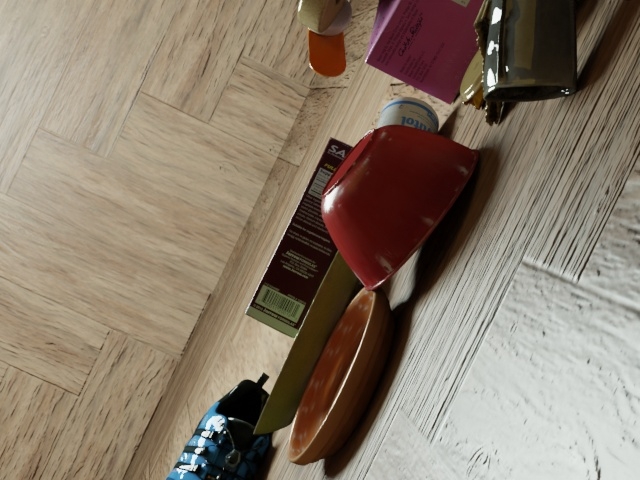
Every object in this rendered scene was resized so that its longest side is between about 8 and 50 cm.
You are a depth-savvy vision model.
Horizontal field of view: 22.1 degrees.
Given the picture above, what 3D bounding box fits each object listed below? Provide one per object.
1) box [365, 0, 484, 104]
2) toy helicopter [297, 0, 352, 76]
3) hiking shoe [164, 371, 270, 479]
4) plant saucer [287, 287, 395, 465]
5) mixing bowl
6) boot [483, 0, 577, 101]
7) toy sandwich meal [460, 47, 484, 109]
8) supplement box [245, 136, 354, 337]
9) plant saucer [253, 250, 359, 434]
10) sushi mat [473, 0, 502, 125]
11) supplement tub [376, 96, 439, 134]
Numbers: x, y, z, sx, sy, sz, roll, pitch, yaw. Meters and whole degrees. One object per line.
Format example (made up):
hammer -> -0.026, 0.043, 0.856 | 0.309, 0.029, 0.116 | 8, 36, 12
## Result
box -> 0.160, -0.321, 1.926 | 0.214, 0.117, 0.243 | -60, 9, 34
toy helicopter -> 0.046, -0.355, 2.030 | 0.355, 0.140, 0.235 | -58, -11, -58
hiking shoe -> -0.131, 0.276, 1.986 | 0.304, 0.113, 0.132 | -80, 16, -63
plant saucer -> 0.025, 0.140, 1.667 | 0.200, 0.037, 0.200 | -62, 8, 15
mixing bowl -> 0.064, -0.048, 1.645 | 0.181, 0.098, 0.181 | -52, 7, 9
boot -> 0.165, -0.226, 1.441 | 0.189, 0.076, 0.209 | 4, 95, 63
toy sandwich meal -> 0.173, -0.173, 1.709 | 0.086, 0.029, 0.085 | -59, 11, 19
supplement box -> 0.000, 0.000, 2.024 | 0.239, 0.073, 0.130 | -64, -10, 1
plant saucer -> -0.009, 0.118, 1.861 | 0.241, 0.037, 0.241 | 24, -90, -88
sushi mat -> 0.200, -0.276, 1.653 | 0.151, 0.019, 0.317 | 78, -156, -48
supplement tub -> 0.093, -0.106, 1.865 | 0.071, 0.071, 0.107 | -57, 12, 45
